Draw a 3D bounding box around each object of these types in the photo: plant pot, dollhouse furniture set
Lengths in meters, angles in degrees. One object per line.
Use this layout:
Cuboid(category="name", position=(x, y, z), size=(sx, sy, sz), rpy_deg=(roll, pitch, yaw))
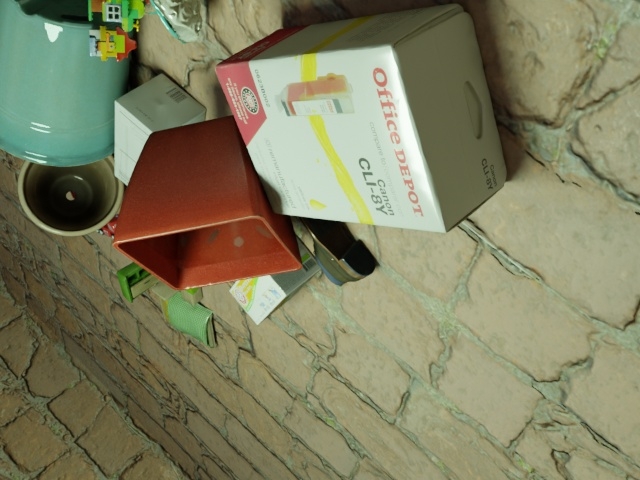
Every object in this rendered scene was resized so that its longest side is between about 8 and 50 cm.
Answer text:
Cuboid(category="plant pot", position=(-0.202, -0.075, 1.370), size=(0.267, 0.268, 0.235), rpy_deg=(56, -155, -64))
Cuboid(category="dollhouse furniture set", position=(-0.420, 0.198, 2.058), size=(0.198, 0.151, 0.301), rpy_deg=(31, 141, 30))
Cuboid(category="plant pot", position=(-0.532, -0.390, 1.509), size=(0.341, 0.341, 0.334), rpy_deg=(44, 138, 13))
Cuboid(category="plant pot", position=(-0.672, -0.131, 1.994), size=(0.263, 0.263, 0.229), rpy_deg=(57, 161, -6))

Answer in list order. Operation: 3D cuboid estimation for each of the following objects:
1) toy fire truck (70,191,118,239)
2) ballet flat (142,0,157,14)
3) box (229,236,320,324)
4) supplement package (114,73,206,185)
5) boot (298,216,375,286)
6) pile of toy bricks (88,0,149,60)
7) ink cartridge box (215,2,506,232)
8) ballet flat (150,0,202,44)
Cuboid(category="toy fire truck", position=(-0.646, -0.084, 2.165), size=(0.192, 0.047, 0.135), rpy_deg=(19, 133, 39))
Cuboid(category="ballet flat", position=(-0.376, -0.547, 1.342), size=(0.316, 0.106, 0.107), rpy_deg=(53, 147, -1))
Cuboid(category="box", position=(-0.102, 0.085, 1.597), size=(0.103, 0.114, 0.203), rpy_deg=(50, 148, 5))
Cuboid(category="supplement package", position=(-0.352, -0.210, 1.601), size=(0.139, 0.134, 0.244), rpy_deg=(40, 145, 12))
Cuboid(category="boot", position=(0.000, 0.000, 1.421), size=(0.219, 0.082, 0.106), rpy_deg=(50, 144, 0))
Cuboid(category="pile of toy bricks", position=(-0.351, -0.416, 1.291), size=(0.118, 0.105, 0.212), rpy_deg=(-125, 37, -62))
Cuboid(category="ink cartridge box", position=(0.053, -0.179, 1.113), size=(0.385, 0.160, 0.279), rpy_deg=(8, 127, 47))
Cuboid(category="ballet flat", position=(-0.296, -0.536, 1.236), size=(0.408, 0.147, 0.147), rpy_deg=(57, 147, -8))
